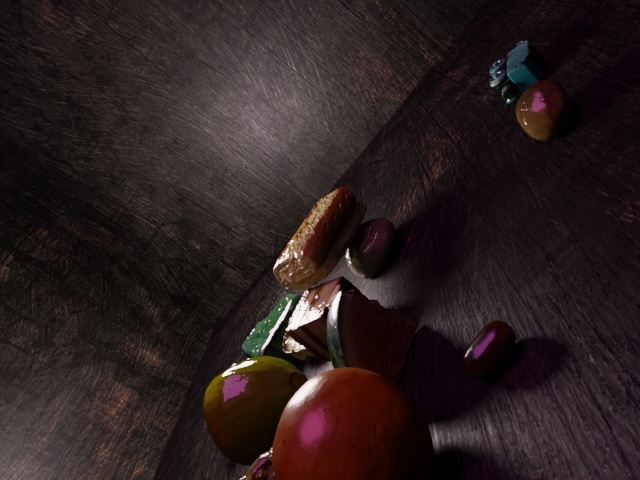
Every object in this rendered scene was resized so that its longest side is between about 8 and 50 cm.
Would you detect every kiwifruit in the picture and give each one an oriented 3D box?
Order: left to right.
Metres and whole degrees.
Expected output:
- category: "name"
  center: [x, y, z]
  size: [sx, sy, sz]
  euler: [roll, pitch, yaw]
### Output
- category: "kiwifruit"
  center: [0.330, 0.212, 0.958]
  size: [0.124, 0.075, 0.075]
  euler: [-58, 13, 6]

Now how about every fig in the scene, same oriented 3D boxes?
- category: "fig"
  center: [-0.181, 0.508, 1.512]
  size: [0.343, 0.343, 0.343]
  euler: [-51, 15, 19]

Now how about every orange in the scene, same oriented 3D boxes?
- category: "orange"
  center: [0.064, 0.402, 0.939]
  size: [0.312, 0.312, 0.312]
  euler: [-51, 15, 19]

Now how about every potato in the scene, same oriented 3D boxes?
- category: "potato"
  center: [0.585, -0.345, 1.289]
  size: [0.137, 0.137, 0.176]
  euler: [-44, 20, 39]

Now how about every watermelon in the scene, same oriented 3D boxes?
- category: "watermelon"
  center: [0.123, 0.280, 1.267]
  size: [0.231, 0.310, 0.193]
  euler: [-13, -25, -49]

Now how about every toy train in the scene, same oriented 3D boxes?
- category: "toy train"
  center: [0.644, -0.553, 1.609]
  size: [0.163, 0.112, 0.203]
  euler: [-34, 25, 40]

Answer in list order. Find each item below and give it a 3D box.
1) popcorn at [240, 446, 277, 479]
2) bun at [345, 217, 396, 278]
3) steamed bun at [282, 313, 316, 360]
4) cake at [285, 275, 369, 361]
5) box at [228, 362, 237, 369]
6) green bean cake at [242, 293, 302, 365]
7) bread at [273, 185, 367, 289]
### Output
- category: "popcorn"
  center: [-0.070, 0.586, 1.097]
  size: [0.282, 0.247, 0.282]
  euler: [-51, 3, 4]
- category: "bun"
  center: [0.172, 0.016, 1.791]
  size: [0.239, 0.141, 0.239]
  euler: [-53, 14, 19]
- category: "steamed bun"
  center: [-0.033, 0.344, 1.790]
  size: [0.192, 0.106, 0.177]
  euler: [-14, 52, 38]
- category: "cake"
  center: [0.056, 0.245, 1.567]
  size: [0.293, 0.198, 0.196]
  euler: [-32, 22, 49]
- category: "box"
  center: [-0.344, 0.662, 2.019]
  size: [0.173, 0.145, 0.333]
  euler: [-57, 13, 0]
- category: "green bean cake"
  center: [-0.155, 0.379, 2.004]
  size: [0.308, 0.169, 0.300]
  euler: [-58, 16, -15]
- category: "bread"
  center: [0.000, 0.000, 1.729]
  size: [0.236, 0.165, 0.375]
  euler: [-32, 20, 47]
